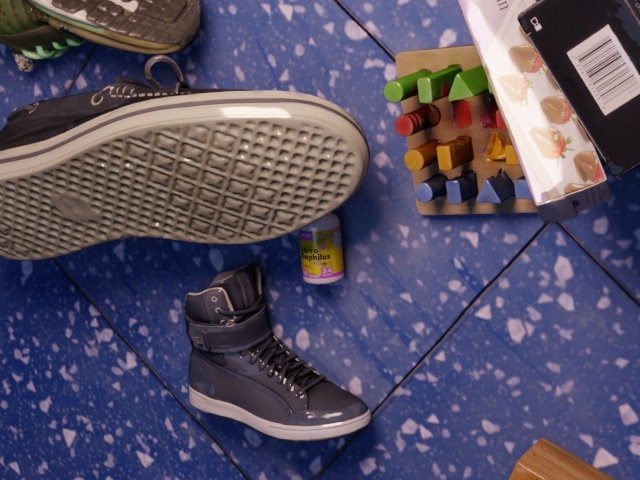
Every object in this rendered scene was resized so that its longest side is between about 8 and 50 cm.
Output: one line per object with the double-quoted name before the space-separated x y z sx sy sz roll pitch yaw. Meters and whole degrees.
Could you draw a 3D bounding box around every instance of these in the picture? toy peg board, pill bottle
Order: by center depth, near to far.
"toy peg board" 0.137 -0.097 1.403 0.161 0.079 0.161 -1 104 33
"pill bottle" 0.000 0.000 1.542 0.043 0.043 0.083 3 106 32

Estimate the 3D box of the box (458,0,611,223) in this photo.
"box" 0.163 -0.173 1.297 0.063 0.067 0.324 -21 72 7

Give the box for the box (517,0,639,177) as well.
"box" 0.266 -0.154 1.253 0.093 0.158 0.156 -33 86 36

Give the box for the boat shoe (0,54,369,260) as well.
"boat shoe" -0.168 -0.091 1.534 0.500 0.156 0.187 -8 133 35

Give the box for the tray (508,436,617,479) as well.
"tray" 0.338 0.381 1.429 0.411 0.076 0.203 29 119 21

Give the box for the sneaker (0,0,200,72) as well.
"sneaker" -0.295 -0.257 1.625 0.410 0.158 0.182 21 146 24

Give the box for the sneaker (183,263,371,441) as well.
"sneaker" -0.051 0.115 1.584 0.226 0.086 0.163 11 113 31
